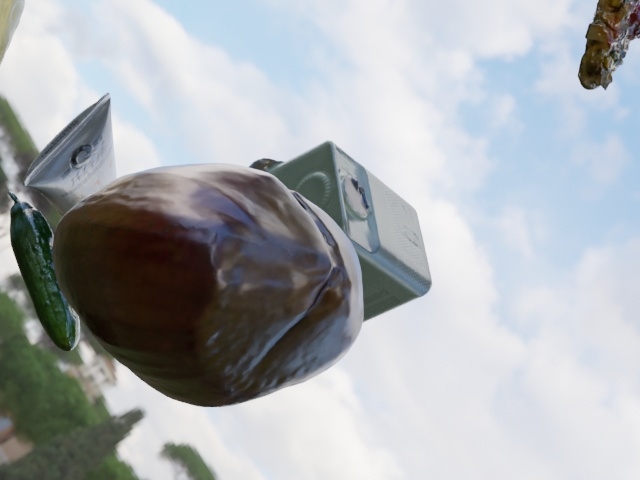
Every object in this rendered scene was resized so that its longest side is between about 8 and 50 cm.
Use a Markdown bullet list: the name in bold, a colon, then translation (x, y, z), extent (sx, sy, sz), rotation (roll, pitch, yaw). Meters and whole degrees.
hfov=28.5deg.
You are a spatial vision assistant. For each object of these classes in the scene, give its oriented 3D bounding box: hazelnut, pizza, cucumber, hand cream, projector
- **hazelnut**: translation (-0.083, 0.025, 0.903), extent (0.212, 0.181, 0.181), rotation (35, 14, -50)
- **pizza**: translation (0.162, -0.122, 0.667), extent (0.025, 0.083, 0.078), rotation (21, -39, 21)
- **cucumber**: translation (-0.341, 0.036, 1.554), extent (0.056, 0.056, 0.250), rotation (96, -27, -58)
- **hand cream**: translation (-0.295, -0.096, 1.531), extent (0.089, 0.140, 0.314), rotation (41, -9, 3)
- **projector**: translation (0.000, 0.000, 1.543), extent (0.242, 0.177, 0.163), rotation (34, 37, -45)

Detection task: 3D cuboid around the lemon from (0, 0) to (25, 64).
- **lemon**: translation (-0.296, -0.153, 0.675), extent (0.268, 0.322, 0.268), rotation (35, -45, 43)
